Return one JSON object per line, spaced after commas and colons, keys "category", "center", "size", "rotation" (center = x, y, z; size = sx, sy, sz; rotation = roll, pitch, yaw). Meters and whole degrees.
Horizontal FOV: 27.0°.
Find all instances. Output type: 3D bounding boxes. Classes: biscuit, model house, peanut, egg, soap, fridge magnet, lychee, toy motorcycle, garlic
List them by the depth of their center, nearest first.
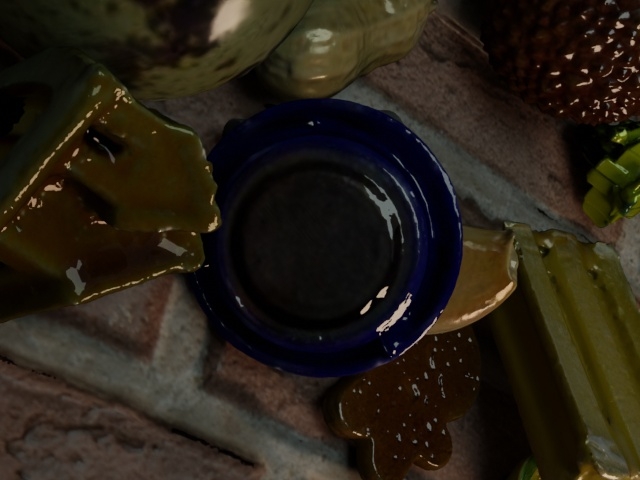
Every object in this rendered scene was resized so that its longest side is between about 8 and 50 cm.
{"category": "model house", "center": [-0.191, -0.019, 1.067], "size": [0.239, 0.268, 0.173], "rotation": [35, 57, -38]}
{"category": "egg", "center": [-0.159, -0.326, 1.108], "size": [0.345, 0.345, 0.428], "rotation": [-7, 73, -42]}
{"category": "fridge magnet", "center": [0.000, 0.000, 1.242], "size": [0.113, 0.265, 0.266], "rotation": [-57, 126, -81]}
{"category": "garlic", "center": [0.078, 0.002, 1.352], "size": [0.244, 0.164, 0.145], "rotation": [26, 39, -9]}
{"category": "peanut", "center": [0.029, -0.230, 1.398], "size": [0.290, 0.130, 0.130], "rotation": [-32, 100, -44]}
{"category": "biscuit", "center": [0.093, 0.155, 1.410], "size": [0.236, 0.039, 0.180], "rotation": [-40, 104, -41]}
{"category": "soap", "center": [0.292, 0.139, 1.490], "size": [0.199, 0.091, 0.315], "rotation": [9, 54, -39]}
{"category": "lychee", "center": [0.333, -0.278, 1.578], "size": [0.304, 0.275, 0.276], "rotation": [-31, 102, -10]}
{"category": "toy motorcycle", "center": [0.474, -0.084, 1.741], "size": [0.342, 0.142, 0.206], "rotation": [-6, 46, -42]}

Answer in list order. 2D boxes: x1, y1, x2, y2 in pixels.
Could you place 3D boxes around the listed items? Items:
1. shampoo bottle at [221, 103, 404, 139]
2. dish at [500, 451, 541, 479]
{"category": "shampoo bottle", "center": [-0.005, -0.104, 1.370], "size": [0.214, 0.072, 0.072], "rotation": [-4, 82, -42]}
{"category": "dish", "center": [0.251, 0.299, 1.485], "size": [0.207, 0.080, 0.149], "rotation": [18, 67, -39]}
